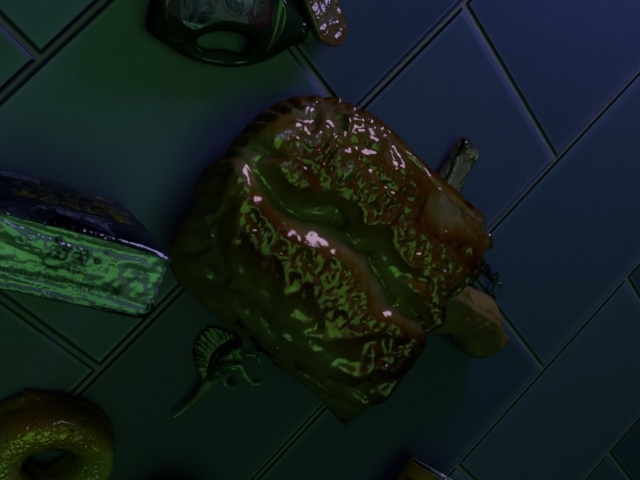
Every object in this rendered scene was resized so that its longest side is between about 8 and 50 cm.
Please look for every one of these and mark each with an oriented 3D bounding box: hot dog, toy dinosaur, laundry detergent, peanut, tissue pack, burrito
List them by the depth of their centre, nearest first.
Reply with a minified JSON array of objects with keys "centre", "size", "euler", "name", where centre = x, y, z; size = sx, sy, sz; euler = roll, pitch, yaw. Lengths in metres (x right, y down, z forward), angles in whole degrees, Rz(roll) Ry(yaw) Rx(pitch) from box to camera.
[{"centre":[-0.285,-0.008,0.719],"size":[0.185,0.257,0.081],"euler":[16,97,-28],"name":"tissue pack"},{"centre":[-0.104,-0.281,0.831],"size":[0.210,0.063,0.137],"euler":[13,104,-31],"name":"laundry detergent"},{"centre":[0.000,0.000,0.897],"size":[0.365,0.196,0.367],"euler":[40,80,-25],"name":"hot dog"},{"centre":[-0.149,0.176,0.972],"size":[0.187,0.044,0.106],"euler":[-22,102,-4],"name":"toy dinosaur"},{"centre":[0.200,-0.081,1.050],"size":[0.051,0.042,0.171],"euler":[23,93,-32],"name":"burrito"},{"centre":[0.227,0.117,1.090],"size":[0.263,0.117,0.101],"euler":[34,55,-33],"name":"peanut"}]

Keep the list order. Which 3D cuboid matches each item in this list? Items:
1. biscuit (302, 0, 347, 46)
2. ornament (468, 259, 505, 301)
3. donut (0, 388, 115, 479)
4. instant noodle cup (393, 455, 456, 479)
[{"centre":[-0.002,-0.326,0.865],"size":[0.071,0.018,0.147],"euler":[-36,111,-44],"name":"biscuit"},{"centre":[0.270,0.064,1.137],"size":[0.073,0.028,0.125],"euler":[-44,117,-7],"name":"ornament"},{"centre":[-0.368,0.294,0.882],"size":[0.190,0.074,0.174],"euler":[34,90,-30],"name":"donut"},{"centre":[0.186,0.475,1.154],"size":[0.182,0.182,0.144],"euler":[34,80,-30],"name":"instant noodle cup"}]
